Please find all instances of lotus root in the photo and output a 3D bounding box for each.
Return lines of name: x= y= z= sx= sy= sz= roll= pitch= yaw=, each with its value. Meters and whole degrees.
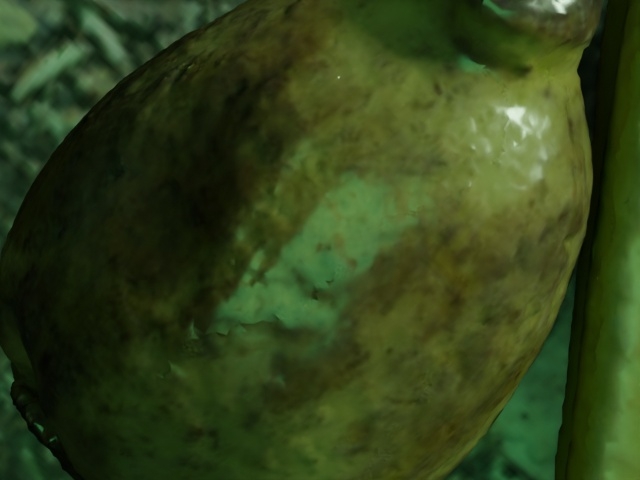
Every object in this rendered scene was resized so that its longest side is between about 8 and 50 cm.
lotus root: x=0.000 y=0.000 z=0.460 sx=0.138 sy=0.138 sz=0.214 roll=46 pitch=119 yaw=-2

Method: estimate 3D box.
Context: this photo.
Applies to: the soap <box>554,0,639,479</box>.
soap: x=0.163 y=0.021 z=0.459 sx=0.199 sy=0.091 sz=0.315 roll=8 pitch=104 yaw=8
